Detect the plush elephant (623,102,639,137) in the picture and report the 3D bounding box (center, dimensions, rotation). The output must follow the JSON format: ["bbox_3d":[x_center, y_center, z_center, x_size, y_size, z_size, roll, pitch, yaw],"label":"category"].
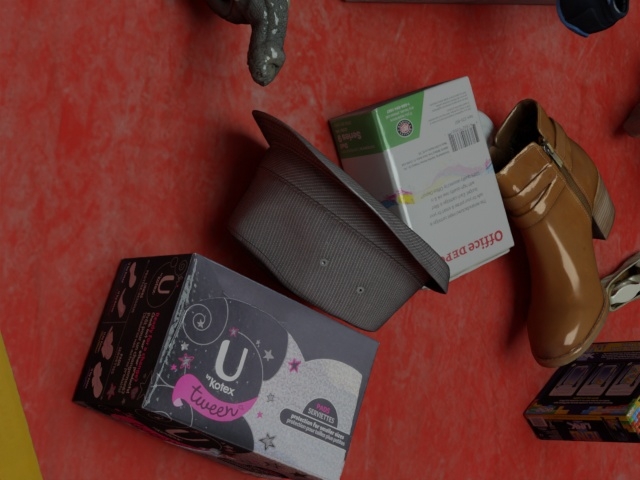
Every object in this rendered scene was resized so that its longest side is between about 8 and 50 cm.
[{"bbox_3d":[0.561,-0.181,1.838,0.272,0.255,0.330,-45,121,-21],"label":"plush elephant"}]

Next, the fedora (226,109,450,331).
[{"bbox_3d":[0.000,0.000,1.408,0.275,0.244,0.124,40,86,-24],"label":"fedora"}]

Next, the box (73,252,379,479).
[{"bbox_3d":[-0.089,0.133,1.362,0.247,0.142,0.163,28,70,-32],"label":"box"}]

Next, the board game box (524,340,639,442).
[{"bbox_3d":[0.355,0.185,1.680,0.141,0.170,0.048,-43,110,-31],"label":"board game box"}]

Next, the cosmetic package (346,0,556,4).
[{"bbox_3d":[0.234,-0.408,1.640,0.453,0.161,0.230,-6,90,-37],"label":"cosmetic package"}]

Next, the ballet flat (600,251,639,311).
[{"bbox_3d":[0.413,0.059,1.808,0.168,0.052,0.057,-29,104,-36],"label":"ballet flat"}]

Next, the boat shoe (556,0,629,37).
[{"bbox_3d":[0.339,-0.358,1.559,0.109,0.089,0.258,9,82,-37],"label":"boat shoe"}]

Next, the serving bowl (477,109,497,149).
[{"bbox_3d":[0.189,-0.122,1.667,0.083,0.027,0.083,3,86,-37],"label":"serving bowl"}]

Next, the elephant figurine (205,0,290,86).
[{"bbox_3d":[-0.086,-0.302,1.403,0.169,0.186,0.239,18,103,-1],"label":"elephant figurine"}]

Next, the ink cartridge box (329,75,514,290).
[{"bbox_3d":[0.118,-0.063,1.568,0.154,0.093,0.212,-23,99,-36],"label":"ink cartridge box"}]

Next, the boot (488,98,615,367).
[{"bbox_3d":[0.271,-0.012,1.648,0.220,0.109,0.283,47,54,-38],"label":"boot"}]

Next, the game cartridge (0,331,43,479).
[{"bbox_3d":[-0.411,0.178,1.175,0.324,0.053,0.285,-19,98,-39],"label":"game cartridge"}]
